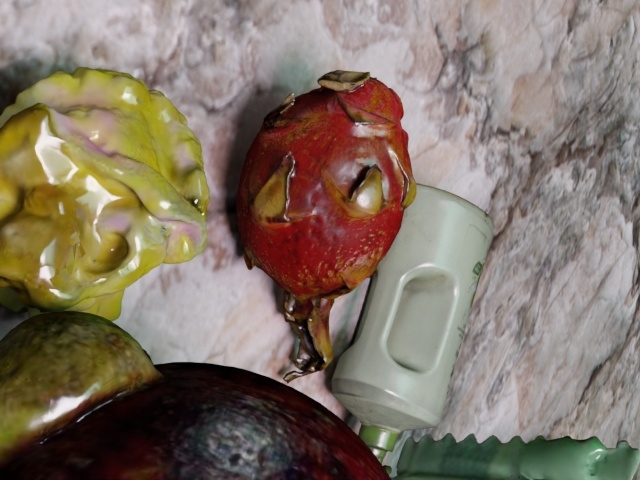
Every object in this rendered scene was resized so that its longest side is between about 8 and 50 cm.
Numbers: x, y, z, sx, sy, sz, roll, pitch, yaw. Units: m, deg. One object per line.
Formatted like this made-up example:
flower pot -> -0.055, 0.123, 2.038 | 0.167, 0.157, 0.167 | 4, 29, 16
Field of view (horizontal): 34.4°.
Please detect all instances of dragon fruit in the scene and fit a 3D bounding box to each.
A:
dragon fruit -> 0.000, 0.000, 0.737 | 0.125, 0.125, 0.246 | -8, 127, -22

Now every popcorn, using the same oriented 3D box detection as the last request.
popcorn -> -0.129, -0.023, 0.560 | 0.145, 0.126, 0.125 | -45, 105, -21

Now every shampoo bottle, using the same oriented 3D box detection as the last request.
shampoo bottle -> 0.071, 0.080, 0.855 | 0.118, 0.087, 0.234 | 31, 72, -54

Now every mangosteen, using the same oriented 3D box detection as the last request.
mangosteen -> -0.092, 0.176, 0.507 | 0.300, 0.300, 0.300 | -13, 107, -51

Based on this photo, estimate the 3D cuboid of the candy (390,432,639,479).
candy -> 0.071, 0.318, 0.758 | 0.172, 0.263, 0.398 | 49, 59, -34
